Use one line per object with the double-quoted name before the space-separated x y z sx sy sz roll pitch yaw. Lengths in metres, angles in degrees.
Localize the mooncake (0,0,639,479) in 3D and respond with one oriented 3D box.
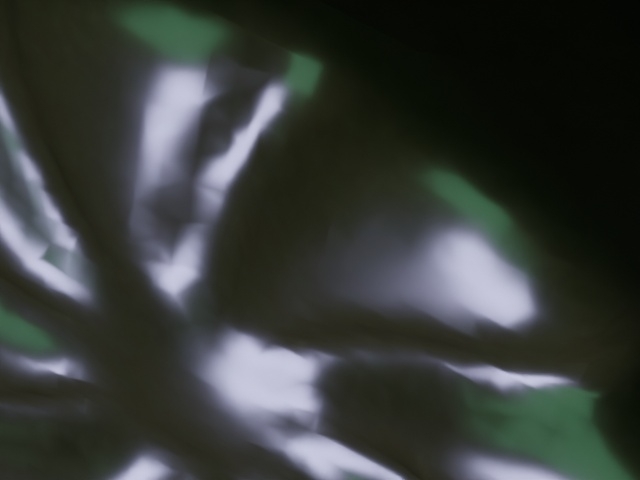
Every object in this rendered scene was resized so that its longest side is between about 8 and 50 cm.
"mooncake" 0.000 0.000 0.618 0.378 0.201 0.378 25 144 20
